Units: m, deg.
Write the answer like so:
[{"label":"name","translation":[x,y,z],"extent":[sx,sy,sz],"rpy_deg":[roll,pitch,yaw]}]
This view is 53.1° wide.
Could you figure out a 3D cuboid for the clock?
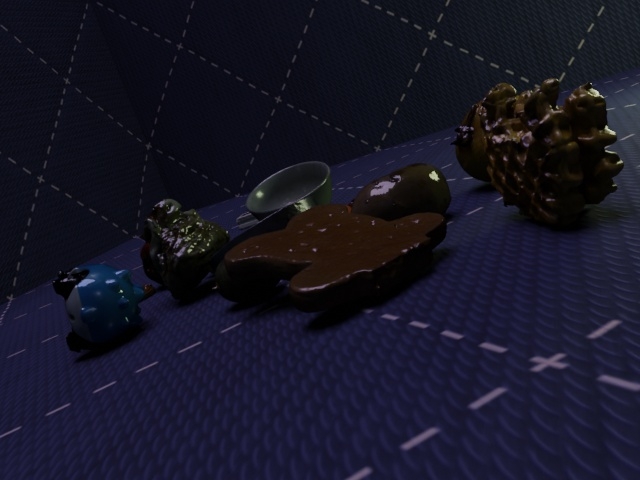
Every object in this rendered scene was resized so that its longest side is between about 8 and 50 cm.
[{"label":"clock","translation":[-0.135,-0.002,1.628],"extent":[0.318,0.066,0.319],"rpy_deg":[-32,-2,-1]}]

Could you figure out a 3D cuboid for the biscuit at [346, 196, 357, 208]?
[{"label":"biscuit","translation":[0.161,-0.114,1.934],"extent":[0.192,0.049,0.192],"rpy_deg":[-22,16,7]}]

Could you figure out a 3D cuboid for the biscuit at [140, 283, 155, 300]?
[{"label":"biscuit","translation":[-0.556,0.162,1.915],"extent":[0.124,0.026,0.175],"rpy_deg":[-22,11,-12]}]

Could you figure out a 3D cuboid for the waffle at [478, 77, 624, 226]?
[{"label":"waffle","translation":[0.412,-0.170,1.189],"extent":[0.151,0.261,0.324],"rpy_deg":[-13,13,-2]}]

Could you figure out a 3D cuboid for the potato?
[{"label":"potato","translation":[0.188,-0.089,1.480],"extent":[0.262,0.165,0.165],"rpy_deg":[-29,14,-30]}]

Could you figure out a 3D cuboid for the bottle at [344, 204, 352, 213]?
[{"label":"bottle","translation":[0.059,-0.015,1.505],"extent":[0.069,0.069,0.187],"rpy_deg":[-19,30,7]}]

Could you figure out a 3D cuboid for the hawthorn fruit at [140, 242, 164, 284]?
[{"label":"hawthorn fruit","translation":[-0.447,0.046,1.940],"extent":[0.188,0.169,0.169],"rpy_deg":[-25,12,-41]}]

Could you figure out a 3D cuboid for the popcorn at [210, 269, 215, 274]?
[{"label":"popcorn","translation":[-0.292,0.052,1.841],"extent":[0.096,0.089,0.109],"rpy_deg":[14,2,-30]}]

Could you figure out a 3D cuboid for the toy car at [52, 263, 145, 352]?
[{"label":"toy car","translation":[-0.507,0.144,1.498],"extent":[0.190,0.189,0.255],"rpy_deg":[-14,6,-16]}]

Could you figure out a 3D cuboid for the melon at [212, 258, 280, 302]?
[{"label":"melon","translation":[-0.158,0.076,1.392],"extent":[0.167,0.114,0.114],"rpy_deg":[-22,11,-26]}]

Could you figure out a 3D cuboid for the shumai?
[{"label":"shumai","translation":[-0.377,0.013,1.671],"extent":[0.189,0.218,0.256],"rpy_deg":[-47,2,23]}]

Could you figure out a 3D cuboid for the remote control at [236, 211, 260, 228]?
[{"label":"remote control","translation":[-0.199,-0.120,2.581],"extent":[0.277,0.056,0.103],"rpy_deg":[-18,10,9]}]

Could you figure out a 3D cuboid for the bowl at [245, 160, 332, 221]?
[{"label":"bowl","translation":[-0.078,-0.117,2.034],"extent":[0.289,0.146,0.289],"rpy_deg":[-20,29,12]}]

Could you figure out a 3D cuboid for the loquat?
[{"label":"loquat","translation":[0.456,-0.262,1.646],"extent":[0.243,0.244,0.244],"rpy_deg":[-19,11,4]}]

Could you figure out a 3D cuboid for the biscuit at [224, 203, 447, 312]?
[{"label":"biscuit","translation":[0.020,0.030,1.238],"extent":[0.394,0.076,0.368],"rpy_deg":[9,30,45]}]
